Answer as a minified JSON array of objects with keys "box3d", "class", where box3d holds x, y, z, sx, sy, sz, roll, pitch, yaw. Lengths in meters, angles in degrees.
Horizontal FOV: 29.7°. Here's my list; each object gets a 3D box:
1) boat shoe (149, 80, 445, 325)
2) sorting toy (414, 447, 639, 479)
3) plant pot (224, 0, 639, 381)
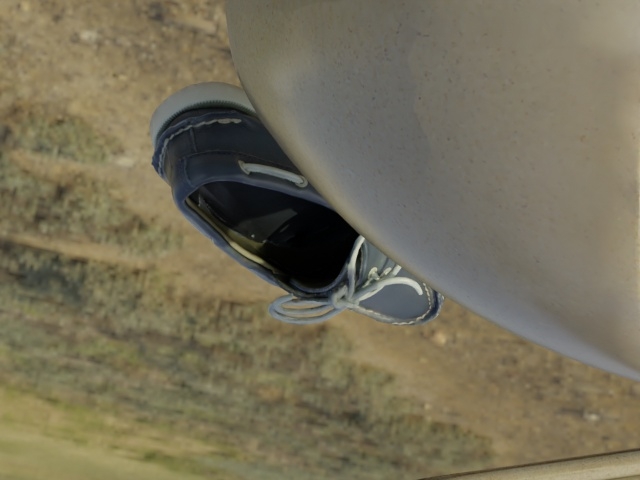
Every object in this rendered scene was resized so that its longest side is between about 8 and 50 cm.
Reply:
[{"box3d":[0.000,0.000,0.724,0.095,0.079,0.254,-29,137,19],"class":"boat shoe"},{"box3d":[0.096,0.195,0.494,0.307,0.229,0.041,-7,-164,-5],"class":"sorting toy"},{"box3d":[0.075,-0.098,0.488,0.191,0.284,0.284,9,165,27],"class":"plant pot"}]
